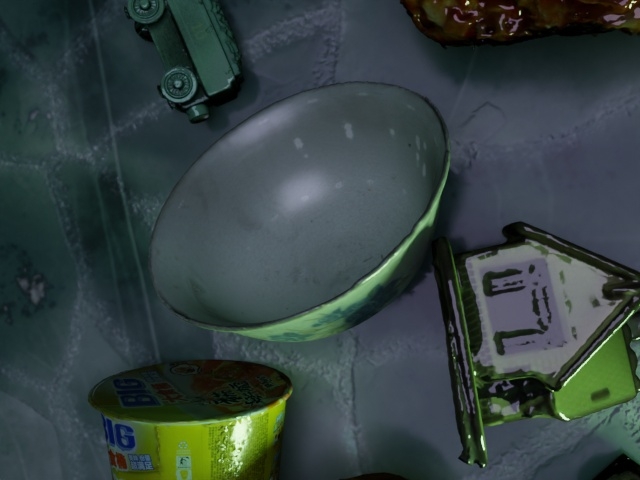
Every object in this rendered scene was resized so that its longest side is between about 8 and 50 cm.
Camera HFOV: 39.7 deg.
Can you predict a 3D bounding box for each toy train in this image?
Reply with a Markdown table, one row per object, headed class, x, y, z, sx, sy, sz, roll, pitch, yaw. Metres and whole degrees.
| class | x | y | z | sx | sy | sz | roll | pitch | yaw |
| --- | --- | --- | --- | --- | --- | --- | --- | --- | --- |
| toy train | -0.144 | -0.214 | 0.962 | 0.099 | 0.070 | 0.172 | -24 | 86 | 0 |

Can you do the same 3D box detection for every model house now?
| class | x | y | z | sx | sy | sz | roll | pitch | yaw |
| --- | --- | --- | --- | --- | --- | --- | --- | --- | --- |
| model house | 0.247 | 0.075 | 0.815 | 0.279 | 0.218 | 0.204 | -10 | 89 | 7 |

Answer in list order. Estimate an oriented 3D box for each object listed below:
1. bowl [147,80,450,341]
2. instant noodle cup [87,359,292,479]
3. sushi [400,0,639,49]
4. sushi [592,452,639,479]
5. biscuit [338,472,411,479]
| class | x | y | z | sx | sy | sz | roll | pitch | yaw |
| --- | --- | --- | --- | --- | --- | --- | --- | --- | --- |
| bowl | 0.000 | 0.000 | 0.874 | 0.313 | 0.313 | 0.146 | -24 | 130 | 10 |
| instant noodle cup | -0.125 | 0.219 | 0.898 | 0.205 | 0.205 | 0.153 | -1 | 97 | 11 |
| sushi | 0.231 | -0.257 | 0.783 | 0.343 | 0.182 | 0.196 | -2 | 120 | 37 |
| sushi | 0.256 | 0.355 | 0.859 | 0.134 | 0.109 | 0.273 | 43 | 98 | 8 |
| biscuit | 0.038 | 0.382 | 0.853 | 0.318 | 0.040 | 0.318 | -1 | 93 | -27 |
